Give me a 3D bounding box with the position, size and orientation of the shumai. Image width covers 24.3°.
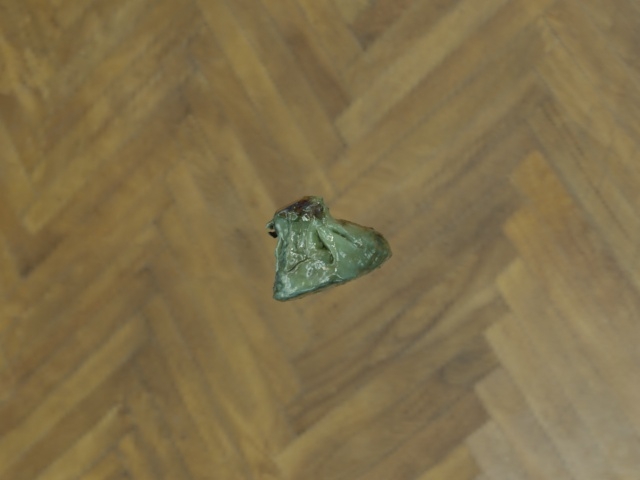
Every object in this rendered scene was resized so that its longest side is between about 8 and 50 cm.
[{"bbox_3d":[-0.001,0.000,1.372,0.099,0.124,0.087,-18,93,48],"label":"shumai"}]
